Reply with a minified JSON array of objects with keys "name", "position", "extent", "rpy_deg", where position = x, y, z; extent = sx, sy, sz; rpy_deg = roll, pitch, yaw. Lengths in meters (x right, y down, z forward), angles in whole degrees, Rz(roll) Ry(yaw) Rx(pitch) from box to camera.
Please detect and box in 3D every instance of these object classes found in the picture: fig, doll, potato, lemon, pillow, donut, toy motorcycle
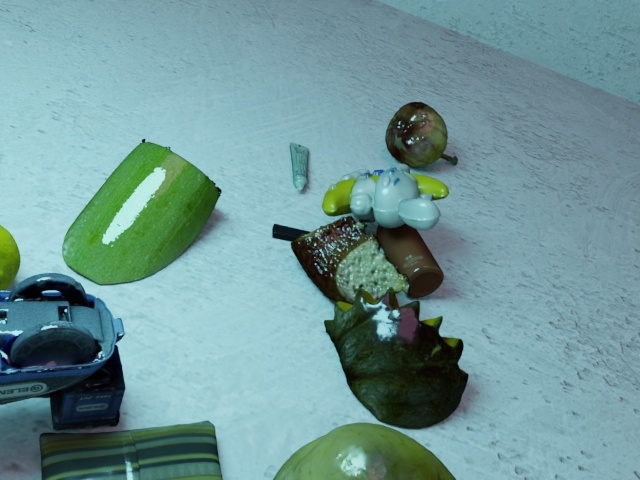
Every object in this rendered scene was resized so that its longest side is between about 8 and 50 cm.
[{"name":"fig","position":[0.278,-0.248,1.557],"extent":[0.230,0.143,0.160],"rpy_deg":[19,67,-15]},{"name":"doll","position":[0.127,-0.087,1.180],"extent":[0.237,0.111,0.252],"rpy_deg":[6,20,19]},{"name":"potato","position":[0.066,0.317,0.675],"extent":[0.242,0.242,0.285],"rpy_deg":[-15,52,-39]},{"name":"lemon","position":[-0.476,0.025,0.857],"extent":[0.133,0.109,0.109],"rpy_deg":[35,38,32]},{"name":"pillow","position":[-0.201,0.300,0.691],"extent":[0.208,0.052,0.212],"rpy_deg":[5,40,-27]},{"name":"donut","position":[0.044,0.047,1.092],"extent":[0.126,0.144,0.186],"rpy_deg":[-22,78,-33]},{"name":"toy motorcycle","position":[-0.395,0.142,0.678],"extent":[0.358,0.212,0.125],"rpy_deg":[3,38,-30]}]

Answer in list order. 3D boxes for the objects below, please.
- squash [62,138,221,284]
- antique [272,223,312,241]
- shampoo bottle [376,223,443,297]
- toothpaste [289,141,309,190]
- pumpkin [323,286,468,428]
[{"name":"squash","position":[-0.314,-0.028,1.078],"extent":[0.189,0.189,0.260],"rpy_deg":[27,72,8]},{"name":"antique","position":[0.000,0.000,1.203],"extent":[0.192,0.015,0.031],"rpy_deg":[13,36,-13]},{"name":"shampoo bottle","position":[0.161,0.004,1.226],"extent":[0.085,0.085,0.244],"rpy_deg":[5,37,-22]},{"name":"toothpaste","position":[-0.046,-0.167,1.382],"extent":[0.048,0.029,0.197],"rpy_deg":[15,34,-13]},{"name":"pumpkin","position":[0.119,0.179,0.942],"extent":[0.254,0.130,0.149],"rpy_deg":[26,36,4]}]
